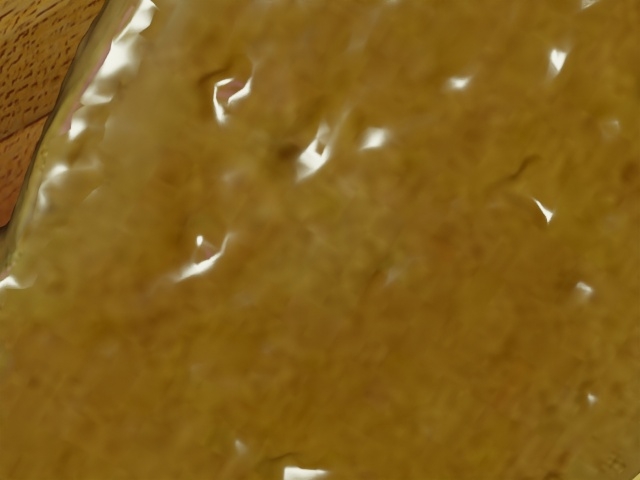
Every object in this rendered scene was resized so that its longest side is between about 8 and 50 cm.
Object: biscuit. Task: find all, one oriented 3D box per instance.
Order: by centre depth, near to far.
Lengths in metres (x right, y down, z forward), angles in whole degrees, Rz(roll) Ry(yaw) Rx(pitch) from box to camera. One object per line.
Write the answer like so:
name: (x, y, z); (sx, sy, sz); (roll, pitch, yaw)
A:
biscuit: (0.000, 0.000, 0.598); (0.394, 0.368, 0.076); (-57, 19, 11)
